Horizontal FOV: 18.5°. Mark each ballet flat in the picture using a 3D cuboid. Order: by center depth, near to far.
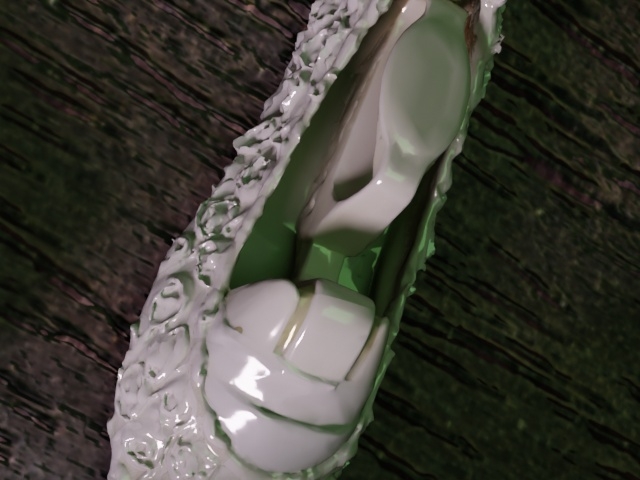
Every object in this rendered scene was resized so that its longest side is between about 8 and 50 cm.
[{"bbox_3d":[0.000,0.000,1.080,0.147,0.147,0.409,27,73,-21],"label":"ballet flat"}]
